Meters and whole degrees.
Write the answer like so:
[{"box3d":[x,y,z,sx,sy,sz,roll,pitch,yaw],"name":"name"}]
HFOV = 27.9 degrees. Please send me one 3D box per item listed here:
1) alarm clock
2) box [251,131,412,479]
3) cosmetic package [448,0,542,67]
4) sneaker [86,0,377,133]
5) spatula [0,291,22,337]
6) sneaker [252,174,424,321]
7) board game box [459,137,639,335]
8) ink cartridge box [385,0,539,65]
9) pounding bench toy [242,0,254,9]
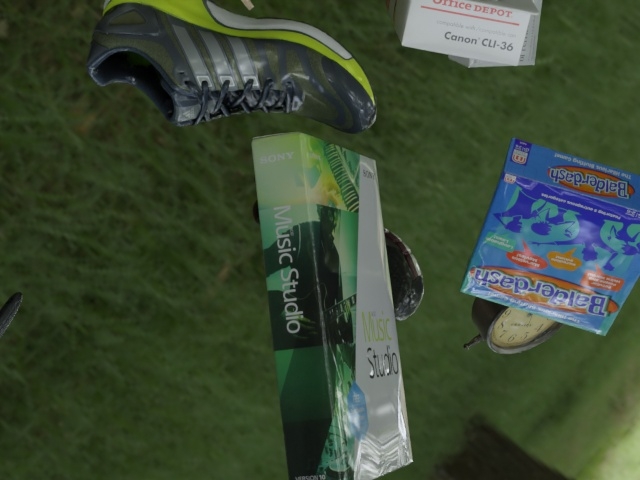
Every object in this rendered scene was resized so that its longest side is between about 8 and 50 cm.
[{"box3d":[0.265,0.067,1.619,0.129,0.064,0.192,8,131,-39],"name":"alarm clock"},{"box3d":[0.016,0.068,1.230,0.058,0.322,0.232,-10,175,18],"name":"box"},{"box3d":[0.221,-0.334,1.567,0.099,0.060,0.239,-5,112,-20],"name":"cosmetic package"},{"box3d":[-0.091,-0.155,1.256,0.111,0.300,0.121,93,19,-59],"name":"sneaker"},{"box3d":[-0.521,0.196,1.857,0.296,0.030,0.084,-53,-151,-11],"name":"spatula"},{"box3d":[0.000,0.000,1.651,0.162,0.281,0.106,6,123,-45],"name":"sneaker"},{"box3d":[0.236,0.002,1.262,0.210,0.160,0.047,99,9,-55],"name":"board game box"},{"box3d":[0.130,-0.220,1.216,0.198,0.115,0.067,-95,-165,-66],"name":"ink cartridge box"},{"box3d":[-0.062,-0.260,1.160,0.065,0.083,0.052,-37,123,7],"name":"pounding bench toy"}]
